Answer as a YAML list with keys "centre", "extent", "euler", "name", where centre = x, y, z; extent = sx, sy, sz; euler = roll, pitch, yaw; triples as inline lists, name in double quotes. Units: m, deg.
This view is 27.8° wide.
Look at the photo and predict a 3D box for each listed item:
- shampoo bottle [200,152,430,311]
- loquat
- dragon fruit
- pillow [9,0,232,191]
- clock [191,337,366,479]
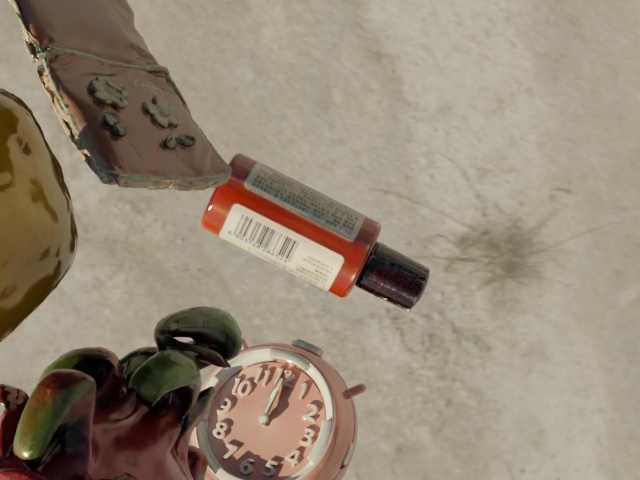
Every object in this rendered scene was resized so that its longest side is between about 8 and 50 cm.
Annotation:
- centre: [0.000, 0.000, 1.560]
  extent: [0.278, 0.104, 0.104]
  euler: [27, 104, -1]
  name: "shampoo bottle"
- centre: [-0.238, -0.006, 0.748]
  extent: [0.187, 0.234, 0.176]
  euler: [-26, 103, -14]
  name: "loquat"
- centre: [-0.154, 0.166, 0.777]
  extent: [0.218, 0.198, 0.273]
  euler: [130, 147, -55]
  name: "dragon fruit"
- centre: [-0.162, -0.128, 0.966]
  extent: [0.043, 0.126, 0.233]
  euler: [-42, 66, 29]
  name: "pillow"
- centre: [-0.056, 0.250, 1.733]
  extent: [0.227, 0.142, 0.241]
  euler: [17, 79, 23]
  name: "clock"
